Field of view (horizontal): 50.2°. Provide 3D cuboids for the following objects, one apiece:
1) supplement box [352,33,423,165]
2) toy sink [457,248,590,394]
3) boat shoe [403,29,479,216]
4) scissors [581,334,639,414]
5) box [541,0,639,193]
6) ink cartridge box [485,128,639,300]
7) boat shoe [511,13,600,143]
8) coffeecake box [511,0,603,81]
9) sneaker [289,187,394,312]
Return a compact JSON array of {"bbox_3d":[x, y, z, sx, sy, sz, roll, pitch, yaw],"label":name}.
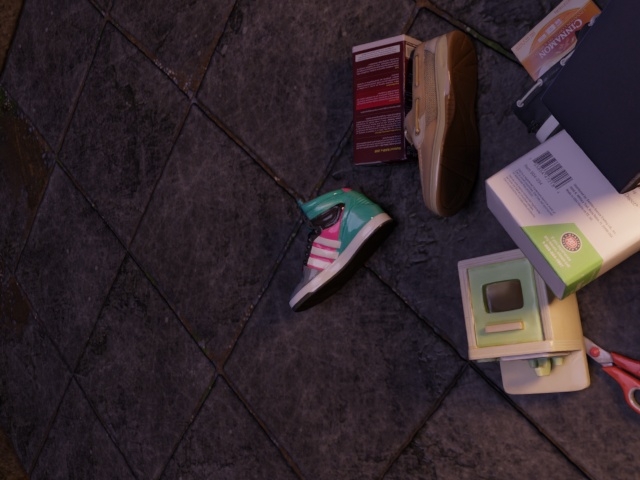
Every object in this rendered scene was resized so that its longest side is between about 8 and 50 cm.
[{"bbox_3d":[0.134,-0.271,1.355,0.130,0.073,0.240,0,89,41],"label":"supplement box"},{"bbox_3d":[0.334,0.139,1.137,0.152,0.131,0.234,-14,75,40],"label":"toy sink"},{"bbox_3d":[0.219,-0.209,1.264,0.110,0.121,0.341,-2,79,44],"label":"boat shoe"},{"bbox_3d":[0.461,0.202,1.116,0.297,0.021,0.109,22,104,37],"label":"scissors"},{"bbox_3d":[0.482,-0.240,0.818,0.183,0.294,0.296,58,149,24],"label":"box"},{"bbox_3d":[0.416,-0.072,1.019,0.272,0.115,0.198,-33,67,3],"label":"ink cartridge box"},{"bbox_3d":[0.407,-0.279,1.010,0.091,0.114,0.302,51,118,20],"label":"boat shoe"},{"bbox_3d":[0.427,-0.289,1.112,0.142,0.068,0.186,-42,65,31],"label":"coffeecake box"},{"bbox_3d":[0.000,0.000,1.433,0.295,0.123,0.178,-47,67,21],"label":"sneaker"}]
